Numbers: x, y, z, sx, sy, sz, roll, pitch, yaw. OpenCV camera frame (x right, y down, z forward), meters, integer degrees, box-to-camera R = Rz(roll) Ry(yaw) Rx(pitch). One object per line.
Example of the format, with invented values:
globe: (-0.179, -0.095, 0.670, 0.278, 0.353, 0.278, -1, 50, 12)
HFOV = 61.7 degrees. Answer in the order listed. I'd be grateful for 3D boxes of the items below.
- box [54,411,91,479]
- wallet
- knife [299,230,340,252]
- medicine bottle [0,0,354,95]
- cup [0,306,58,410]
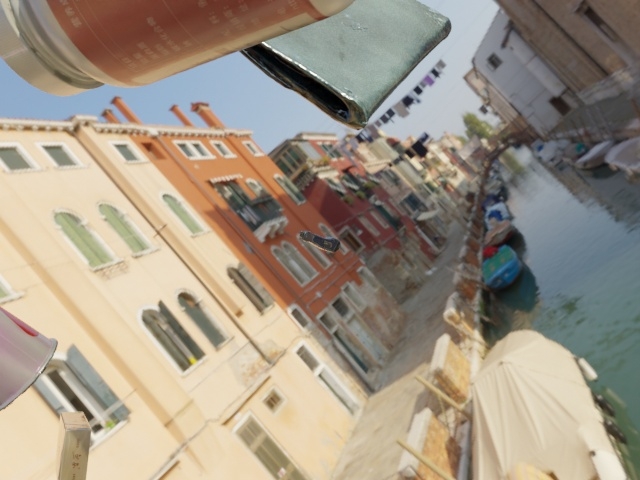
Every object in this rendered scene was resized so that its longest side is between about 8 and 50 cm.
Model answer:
box: (-0.233, 0.195, 0.503, 0.024, 0.053, 0.083, 7, -9, -26)
wallet: (0.050, -0.276, 0.722, 0.379, 0.191, 0.046, -52, -7, -46)
knife: (0.000, 0.000, 1.084, 0.121, 0.018, 0.031, 22, -98, -51)
medicine bottle: (-0.102, -0.186, 0.367, 0.250, 0.131, 0.131, -12, 7, 22)
cup: (-0.703, 0.182, 1.058, 0.203, 0.288, 0.203, -28, 30, 17)
